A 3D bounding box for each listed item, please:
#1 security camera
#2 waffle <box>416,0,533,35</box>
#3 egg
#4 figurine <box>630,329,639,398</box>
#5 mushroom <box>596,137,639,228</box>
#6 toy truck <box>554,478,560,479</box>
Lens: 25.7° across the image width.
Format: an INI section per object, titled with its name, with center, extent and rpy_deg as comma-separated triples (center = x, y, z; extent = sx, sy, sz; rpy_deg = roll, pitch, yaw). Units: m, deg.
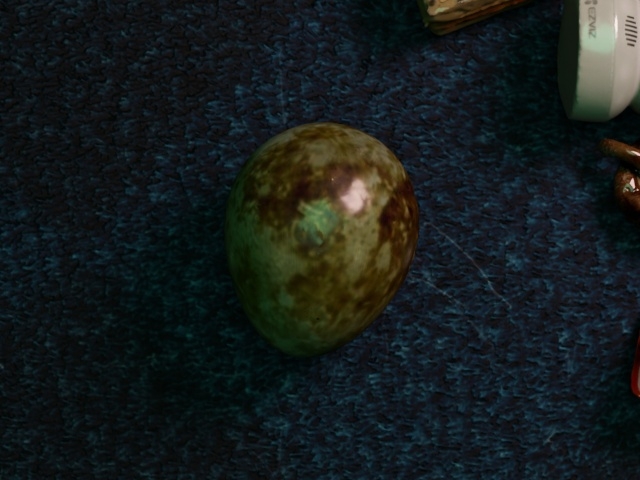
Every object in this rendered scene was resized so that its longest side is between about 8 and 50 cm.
[security camera]
center = 0.418, -0.239, 1.724
extent = 0.236, 0.194, 0.194
rpy_deg = -1, 84, 2
[waffle]
center = 0.267, -0.443, 1.787
extent = 0.376, 0.114, 0.260
rpy_deg = -20, 81, 4
[egg]
center = 0.000, 0.000, 1.712
extent = 0.238, 0.238, 0.289
rpy_deg = 5, 89, 6
[figurine]
center = 0.485, 0.086, 1.638
extent = 0.184, 0.226, 0.160
rpy_deg = 15, 52, 8
[mushroom]
center = 0.422, -0.079, 1.761
extent = 0.171, 0.080, 0.135
rpy_deg = 34, 76, 8
[toy truck]
center = 0.275, 0.386, 1.739
extent = 0.081, 0.067, 0.175
rpy_deg = 29, 84, 2
